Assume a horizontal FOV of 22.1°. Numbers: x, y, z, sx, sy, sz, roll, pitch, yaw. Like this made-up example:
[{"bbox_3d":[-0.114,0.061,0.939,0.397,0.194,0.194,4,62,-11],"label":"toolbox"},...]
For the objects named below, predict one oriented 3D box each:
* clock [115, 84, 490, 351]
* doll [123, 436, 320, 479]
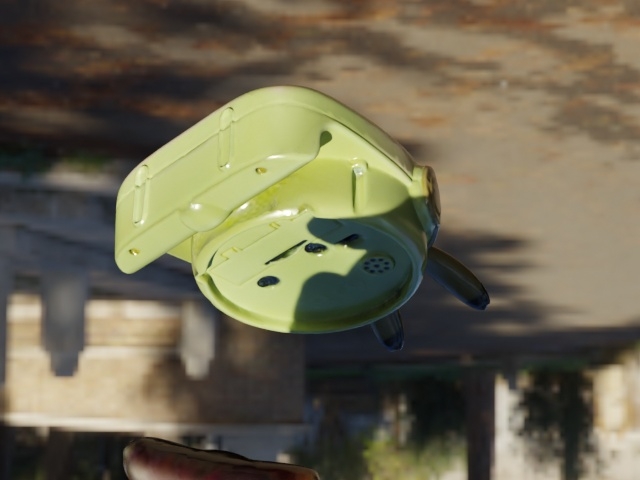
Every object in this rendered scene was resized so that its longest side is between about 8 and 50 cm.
[{"bbox_3d":[0.000,0.000,1.036,0.232,0.069,0.170,28,135,-35],"label":"clock"},{"bbox_3d":[-0.068,0.280,0.680,0.209,0.318,0.339,18,120,-45],"label":"doll"}]
